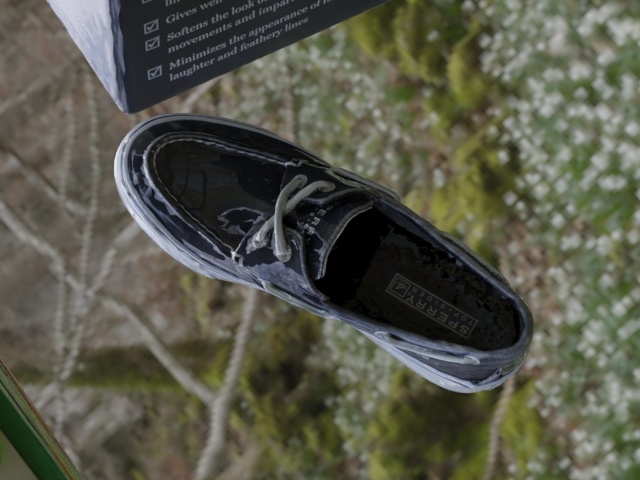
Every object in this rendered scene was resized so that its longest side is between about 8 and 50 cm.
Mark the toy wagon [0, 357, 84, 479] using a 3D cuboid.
[{"bbox_3d":[-0.189,0.124,0.932,0.267,0.068,0.344,42,165,55],"label":"toy wagon"}]

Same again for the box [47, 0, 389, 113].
[{"bbox_3d":[-0.064,-0.326,1.095,0.212,0.293,0.395,54,158,27],"label":"box"}]

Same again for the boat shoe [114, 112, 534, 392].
[{"bbox_3d":[0.000,0.000,1.033,0.301,0.108,0.102,32,169,7],"label":"boat shoe"}]
